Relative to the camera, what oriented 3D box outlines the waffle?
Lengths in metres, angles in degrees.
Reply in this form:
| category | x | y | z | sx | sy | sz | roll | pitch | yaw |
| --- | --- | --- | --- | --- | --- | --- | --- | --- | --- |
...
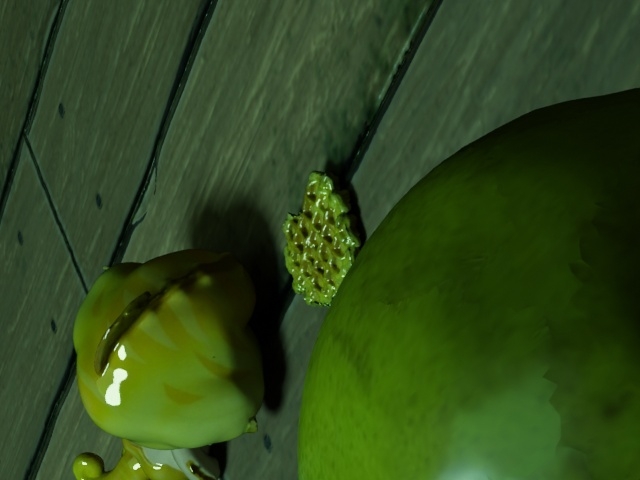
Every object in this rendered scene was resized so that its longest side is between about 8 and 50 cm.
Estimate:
| category | x | y | z | sx | sy | sz | roll | pitch | yaw |
| --- | --- | --- | --- | --- | --- | --- | --- | --- | --- |
| waffle | 0.000 | 0.002 | 1.097 | 0.085 | 0.016 | 0.078 | -42 | 60 | 57 |

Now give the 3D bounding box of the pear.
| category | x | y | z | sx | sy | sz | roll | pitch | yaw |
| --- | --- | --- | --- | --- | --- | --- | --- | --- | --- |
| pear | 0.112 | 0.075 | 0.683 | 0.307 | 0.253 | 0.253 | 126 | 130 | -65 |

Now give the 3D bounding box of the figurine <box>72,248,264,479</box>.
| category | x | y | z | sx | sy | sz | roll | pitch | yaw |
| --- | --- | --- | --- | --- | --- | --- | --- | --- | --- |
| figurine | -0.106 | 0.096 | 1.217 | 0.156 | 0.131 | 0.246 | 42 | 148 | 24 |
